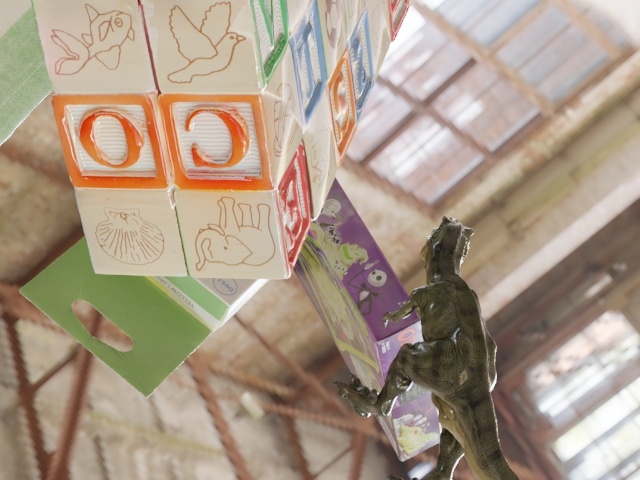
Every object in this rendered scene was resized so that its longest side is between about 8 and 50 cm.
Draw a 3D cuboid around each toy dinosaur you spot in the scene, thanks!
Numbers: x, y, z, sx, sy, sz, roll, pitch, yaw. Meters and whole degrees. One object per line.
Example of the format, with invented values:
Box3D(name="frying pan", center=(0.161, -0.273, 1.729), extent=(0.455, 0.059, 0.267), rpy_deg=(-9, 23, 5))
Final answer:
Box3D(name="toy dinosaur", center=(0.076, 0.099, 0.972), extent=(0.064, 0.118, 0.268), rpy_deg=(21, -142, -34))

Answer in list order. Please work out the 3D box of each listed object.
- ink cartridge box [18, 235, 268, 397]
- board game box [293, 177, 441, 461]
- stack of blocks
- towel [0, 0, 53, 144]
Box3D(name="ink cartridge box", center=(-0.163, 0.028, 1.553), extent=(0.171, 0.056, 0.235), rpy_deg=(39, -139, 6))
Box3D(name="board game box", center=(0.000, 0.000, 1.319), extent=(0.347, 0.056, 0.208), rpy_deg=(60, 175, 33))
Box3D(name="stack of blocks", center=(-0.029, -0.135, 0.693), extent=(0.297, 0.087, 0.171), rpy_deg=(-68, -26, -53))
Box3D(name="towel", center=(-0.235, -0.245, 0.937), extent=(0.248, 0.038, 0.325), rpy_deg=(-54, -54, -29))
